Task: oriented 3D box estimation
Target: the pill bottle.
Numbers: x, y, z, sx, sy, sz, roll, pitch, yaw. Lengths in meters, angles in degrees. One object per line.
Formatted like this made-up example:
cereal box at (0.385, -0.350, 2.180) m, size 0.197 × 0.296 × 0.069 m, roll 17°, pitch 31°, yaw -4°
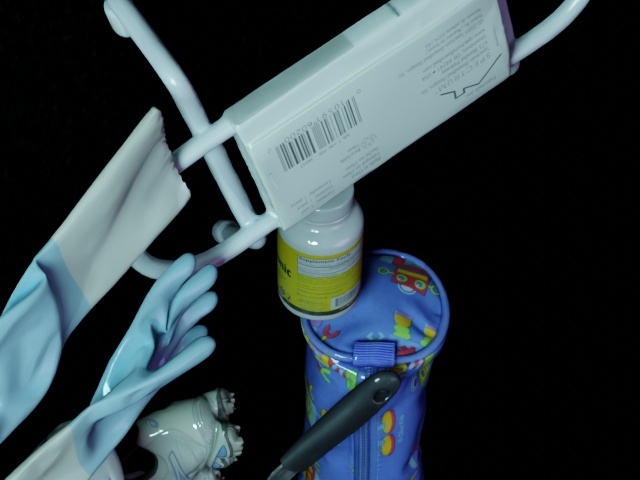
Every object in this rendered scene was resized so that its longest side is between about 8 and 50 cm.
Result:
pill bottle at (0.000, 0.000, 1.391) m, size 0.065 × 0.065 × 0.116 m, roll -41°, pitch 151°, yaw -32°

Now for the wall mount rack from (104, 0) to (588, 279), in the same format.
wall mount rack at (0.014, -0.097, 1.178) m, size 0.350 × 0.130 × 0.304 m, roll -34°, pitch 148°, yaw -7°

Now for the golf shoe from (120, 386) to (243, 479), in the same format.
golf shoe at (-0.112, 0.167, 1.404) m, size 0.086 × 0.069 × 0.176 m, roll -7°, pitch 146°, yaw -15°

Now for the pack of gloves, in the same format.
pack of gloves at (-0.122, 0.074, 1.017) m, size 0.232 × 0.046 × 0.195 m, roll -53°, pitch 154°, yaw -24°

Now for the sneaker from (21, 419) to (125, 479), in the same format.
sneaker at (-0.215, 0.230, 1.228) m, size 0.126 × 0.091 × 0.240 m, roll -9°, pitch 127°, yaw -58°

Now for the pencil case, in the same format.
pencil case at (0.041, 0.149, 1.565) m, size 0.306 × 0.119 × 0.133 m, roll 91°, pitch -3°, yaw -47°

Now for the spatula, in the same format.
spatula at (-0.036, 0.198, 1.473) m, size 0.084 × 0.030 × 0.296 m, roll 22°, pitch 120°, yaw -36°
